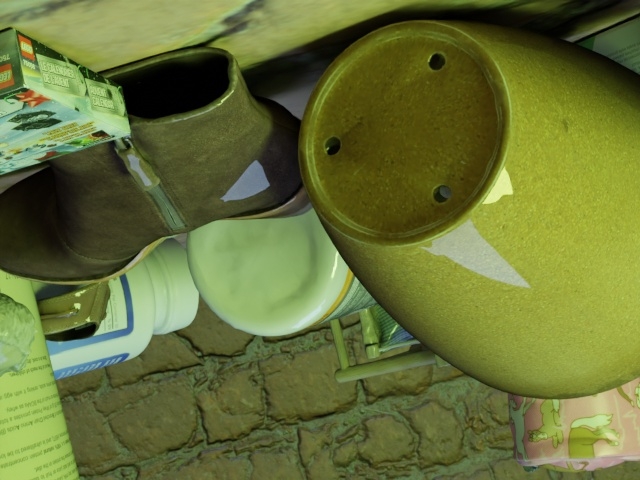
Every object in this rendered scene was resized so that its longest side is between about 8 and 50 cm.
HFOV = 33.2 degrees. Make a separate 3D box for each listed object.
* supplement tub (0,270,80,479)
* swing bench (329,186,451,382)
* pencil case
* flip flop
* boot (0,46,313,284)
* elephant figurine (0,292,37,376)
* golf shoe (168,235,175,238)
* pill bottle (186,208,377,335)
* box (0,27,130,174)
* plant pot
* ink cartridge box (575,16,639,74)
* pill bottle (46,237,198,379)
[{"bbox_3d":[-0.320,0.157,0.844,0.235,0.324,0.235,-15,177,-1],"label":"supplement tub"},{"bbox_3d":[0.127,0.028,1.353,0.165,0.253,0.255,-12,176,-43],"label":"swing bench"},{"bbox_3d":[0.255,0.047,1.139,0.160,0.386,0.167,-5,172,-23],"label":"pencil case"},{"bbox_3d":[-0.250,0.071,1.002,0.277,0.080,0.112,-49,162,3],"label":"flip flop"},{"bbox_3d":[-0.131,-0.044,0.622,0.248,0.090,0.207,-10,164,13],"label":"boot"},{"bbox_3d":[-0.259,0.020,0.356,0.239,0.186,0.169,-40,-139,-15],"label":"elephant figurine"},{"bbox_3d":[-0.181,-0.015,0.851,0.086,0.069,0.176,-9,180,38],"label":"golf shoe"},{"bbox_3d":[0.000,0.000,1.072,0.162,0.162,0.278,-16,177,23],"label":"pill bottle"},{"bbox_3d":[-0.166,-0.049,0.473,0.137,0.027,0.094,-15,171,13],"label":"box"},{"bbox_3d":[0.098,-0.032,0.638,0.237,0.237,0.254,-16,162,27],"label":"plant pot"},{"bbox_3d":[0.254,-0.052,0.790,0.093,0.212,0.154,-13,176,-39],"label":"ink cartridge box"},{"bbox_3d":[-0.278,0.072,1.183,0.272,0.152,0.152,-13,177,-37],"label":"pill bottle"}]
